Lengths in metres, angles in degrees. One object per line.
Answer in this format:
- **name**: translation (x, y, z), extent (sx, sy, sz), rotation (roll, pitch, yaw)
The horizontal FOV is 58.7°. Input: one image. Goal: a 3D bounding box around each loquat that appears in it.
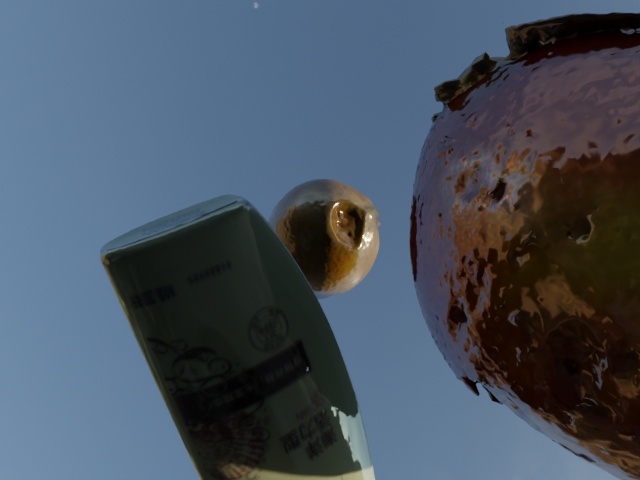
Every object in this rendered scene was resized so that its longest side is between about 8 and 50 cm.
- **loquat**: translation (0.000, 0.000, 0.888), extent (0.179, 0.179, 0.227), rotation (47, -24, -3)

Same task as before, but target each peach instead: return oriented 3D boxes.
- **peach**: translation (0.250, 0.003, 0.481), extent (0.353, 0.416, 0.339), rotation (-37, -50, 5)

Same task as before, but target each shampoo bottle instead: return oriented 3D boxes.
- **shampoo bottle**: translation (-0.034, 0.145, 0.440), extent (0.134, 0.078, 0.359), rotation (-24, -74, -15)
